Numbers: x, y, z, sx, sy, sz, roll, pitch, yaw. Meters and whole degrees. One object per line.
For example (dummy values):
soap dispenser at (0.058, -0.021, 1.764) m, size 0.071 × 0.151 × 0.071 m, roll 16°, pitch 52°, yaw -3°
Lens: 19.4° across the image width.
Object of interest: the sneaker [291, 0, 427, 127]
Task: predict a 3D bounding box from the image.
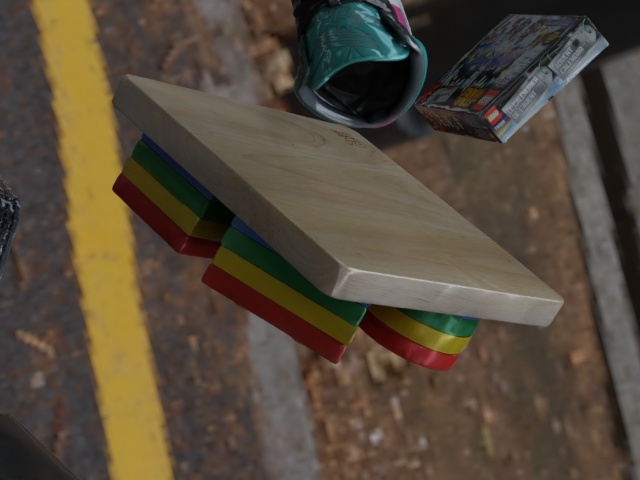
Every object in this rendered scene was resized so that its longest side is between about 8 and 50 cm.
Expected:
sneaker at (0.011, -0.216, 1.680) m, size 0.178 × 0.123 × 0.295 m, roll -97°, pitch 162°, yaw -56°

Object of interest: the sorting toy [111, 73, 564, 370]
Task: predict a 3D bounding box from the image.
sorting toy at (0.000, 0.000, 1.340) m, size 0.257 × 0.089 × 0.255 m, roll 10°, pitch 25°, yaw -49°

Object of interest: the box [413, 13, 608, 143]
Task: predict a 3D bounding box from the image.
box at (0.121, -0.107, 1.216) m, size 0.027 × 0.094 × 0.137 m, roll 48°, pitch -7°, yaw -15°

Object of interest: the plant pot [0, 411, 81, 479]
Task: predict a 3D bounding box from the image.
plant pot at (-0.364, 0.273, 1.815) m, size 0.167 × 0.188 × 0.187 m, roll 19°, pitch 99°, yaw -44°

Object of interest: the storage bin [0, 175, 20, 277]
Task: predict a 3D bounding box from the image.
storage bin at (-0.303, 0.031, 1.427) m, size 0.084 × 0.122 × 0.180 m, roll 16°, pitch 100°, yaw -25°
